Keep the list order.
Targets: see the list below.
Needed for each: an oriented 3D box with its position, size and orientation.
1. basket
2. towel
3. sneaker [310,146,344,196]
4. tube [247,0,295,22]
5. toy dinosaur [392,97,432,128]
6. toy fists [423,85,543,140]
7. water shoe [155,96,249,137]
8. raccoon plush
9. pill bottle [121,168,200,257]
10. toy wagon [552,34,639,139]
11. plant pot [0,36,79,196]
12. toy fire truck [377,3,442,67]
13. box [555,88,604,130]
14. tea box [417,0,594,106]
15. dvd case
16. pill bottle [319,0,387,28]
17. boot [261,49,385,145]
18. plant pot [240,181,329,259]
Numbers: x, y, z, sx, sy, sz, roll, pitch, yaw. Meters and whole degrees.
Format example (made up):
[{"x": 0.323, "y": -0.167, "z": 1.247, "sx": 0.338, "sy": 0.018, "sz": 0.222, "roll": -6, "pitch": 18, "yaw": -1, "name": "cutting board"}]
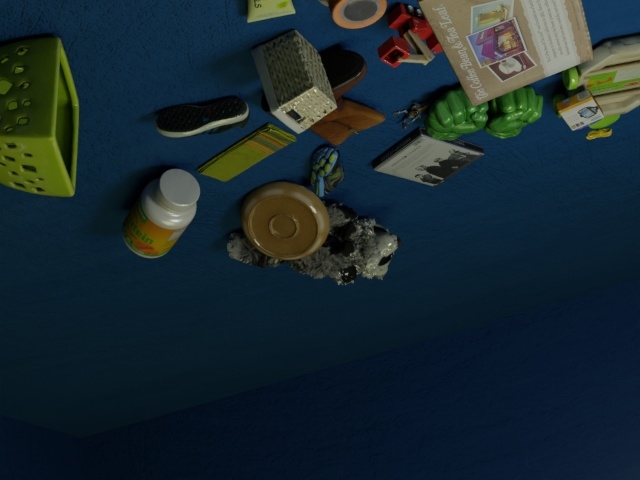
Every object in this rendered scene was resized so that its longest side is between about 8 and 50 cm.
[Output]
[{"x": -0.050, "y": -0.317, "z": 1.775, "sx": 0.103, "sy": 0.167, "sz": 0.113, "roll": -28, "pitch": 151, "yaw": 19, "name": "basket"}, {"x": -0.174, "y": -0.202, "z": 2.127, "sx": 0.237, "sy": 0.021, "sz": 0.102, "roll": -27, "pitch": 150, "yaw": 31, "name": "towel"}, {"x": 0.022, "y": -0.179, "z": 2.230, "sx": 0.078, "sy": 0.067, "sz": 0.188, "roll": -27, "pitch": 158, "yaw": -19, "name": "sneaker"}, {"x": -0.094, "y": -0.460, "z": 1.578, "sx": 0.070, "sy": 0.062, "sz": 0.240, "roll": 28, "pitch": 163, "yaw": 11, "name": "tube"}, {"x": 0.218, "y": -0.289, "z": 2.098, "sx": 0.090, "sy": 0.047, "sz": 0.082, "roll": -19, "pitch": 175, "yaw": -10, "name": "toy dinosaur"}, {"x": 0.382, "y": -0.297, "z": 2.086, "sx": 0.279, "sy": 0.096, "sz": 0.142, "roll": -3, "pitch": 153, "yaw": -15, "name": "toy fists"}, {"x": -0.251, "y": -0.249, "z": 1.932, "sx": 0.203, "sy": 0.073, "sz": 0.080, "roll": -10, "pitch": 157, "yaw": -3, "name": "water shoe"}, {"x": 0.000, "y": 0.000, "z": 2.541, "sx": 0.446, "sy": 0.216, "sz": 0.299, "roll": 12, "pitch": 179, "yaw": 22, "name": "raccoon plush"}, {"x": -0.382, "y": -0.069, "z": 2.178, "sx": 0.136, "sy": 0.136, "sz": 0.245, "roll": 3, "pitch": 151, "yaw": -30, "name": "pill bottle"}, {"x": 0.688, "y": -0.357, "z": 2.130, "sx": 0.267, "sy": 0.068, "sz": 0.344, "roll": -10, "pitch": 156, "yaw": -2, "name": "toy wagon"}, {"x": -0.574, "y": -0.224, "z": 1.674, "sx": 0.207, "sy": 0.228, "sz": 0.227, "roll": -2, "pitch": 155, "yaw": -7, "name": "plant pot"}, {"x": 0.187, "y": -0.390, "z": 1.753, "sx": 0.192, "sy": 0.135, "sz": 0.047, "roll": 9, "pitch": 148, "yaw": -38, "name": "toy fire truck"}, {"x": 0.609, "y": -0.301, "z": 2.099, "sx": 0.081, "sy": 0.028, "sz": 0.136, "roll": -23, "pitch": 156, "yaw": 23, "name": "box"}, {"x": 0.254, "y": -0.443, "z": 1.395, "sx": 0.220, "sy": 0.323, "sz": 0.329, "roll": -20, "pitch": 155, "yaw": 16, "name": "tea box"}, {"x": 0.276, "y": -0.210, "z": 2.302, "sx": 0.238, "sy": 0.029, "sz": 0.179, "roll": 11, "pitch": 147, "yaw": -40, "name": "dvd case"}, {"x": 0.037, "y": -0.455, "z": 1.416, "sx": 0.130, "sy": 0.246, "sz": 0.130, "roll": -9, "pitch": 155, "yaw": -4, "name": "pill bottle"}, {"x": 0.055, "y": -0.293, "z": 1.948, "sx": 0.264, "sy": 0.096, "sz": 0.280, "roll": -28, "pitch": 151, "yaw": 31, "name": "boot"}, {"x": -0.095, "y": -0.042, "z": 2.327, "sx": 0.236, "sy": 0.032, "sz": 0.236, "roll": 4, "pitch": 123, "yaw": 6, "name": "plant pot"}]
